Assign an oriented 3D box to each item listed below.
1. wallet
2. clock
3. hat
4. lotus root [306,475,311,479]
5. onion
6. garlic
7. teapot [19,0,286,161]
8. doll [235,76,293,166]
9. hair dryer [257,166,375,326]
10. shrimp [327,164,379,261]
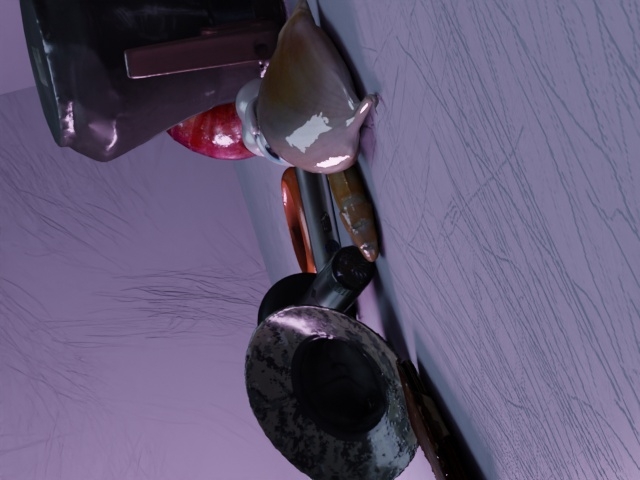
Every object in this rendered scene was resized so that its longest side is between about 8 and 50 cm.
[{"bbox_3d":[0.134,0.234,1.032,0.232,0.031,0.122,-113,6,-56],"label":"wallet"},{"bbox_3d":[-0.020,-0.025,1.571,0.205,0.051,0.205,165,90,-82],"label":"clock"},{"bbox_3d":[0.031,0.184,1.255,0.128,0.265,0.266,-43,-57,-60],"label":"hat"},{"bbox_3d":[0.025,0.383,1.788,0.158,0.139,0.322,-17,-95,-80],"label":"lotus root"},{"bbox_3d":[-0.188,-0.263,1.672,0.272,0.230,0.256,93,161,-47],"label":"onion"},{"bbox_3d":[0.004,-0.137,1.041,0.266,0.128,0.148,51,170,47],"label":"garlic"},{"bbox_3d":[-0.225,-0.285,1.373,0.376,0.361,0.306,-148,46,-63],"label":"teapot"},{"bbox_3d":[-0.050,-0.156,1.255,0.181,0.106,0.110,-133,32,-67],"label":"doll"},{"bbox_3d":[0.012,0.006,1.377,0.320,0.155,0.284,115,161,-60],"label":"hair dryer"},{"bbox_3d":[0.037,-0.057,1.147,0.099,0.041,0.180,49,-159,-71],"label":"shrimp"}]
